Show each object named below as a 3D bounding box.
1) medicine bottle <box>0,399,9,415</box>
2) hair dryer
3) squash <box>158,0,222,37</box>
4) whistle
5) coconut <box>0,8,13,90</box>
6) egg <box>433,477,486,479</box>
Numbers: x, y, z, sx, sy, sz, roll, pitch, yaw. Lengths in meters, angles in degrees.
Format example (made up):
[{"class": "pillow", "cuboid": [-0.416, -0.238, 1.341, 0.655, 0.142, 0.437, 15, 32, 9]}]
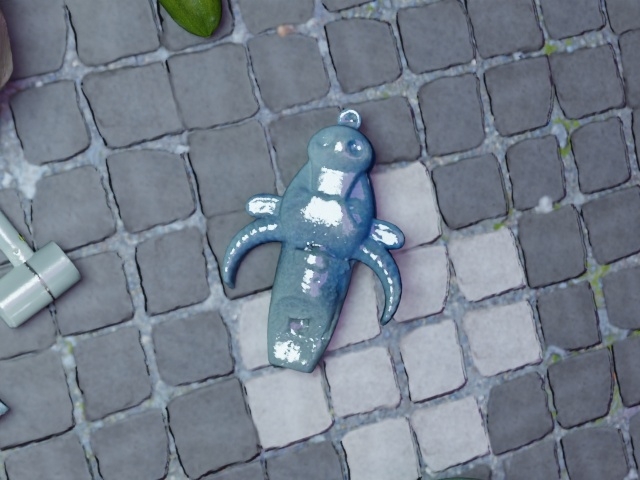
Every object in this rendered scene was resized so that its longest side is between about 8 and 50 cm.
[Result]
[{"class": "medicine bottle", "cuboid": [-0.366, 0.212, 1.126, 0.051, 0.051, 0.191, 42, 79, -16]}, {"class": "hair dryer", "cuboid": [-0.296, 0.006, 1.148, 0.082, 0.047, 0.137, -37, 97, -13]}, {"class": "squash", "cuboid": [-0.173, -0.306, 1.166, 0.069, 0.069, 0.258, -41, 104, -13]}, {"class": "whistle", "cuboid": [0.000, 0.000, 1.224, 0.180, 0.093, 0.269, 12, 88, 5]}, {"class": "coconut", "cuboid": [-0.371, -0.171, 1.021, 0.227, 0.227, 0.230, -20, 91, -17]}, {"class": "egg", "cuboid": [0.124, 0.326, 1.237, 0.231, 0.168, 0.168, -10, 95, -12]}]
